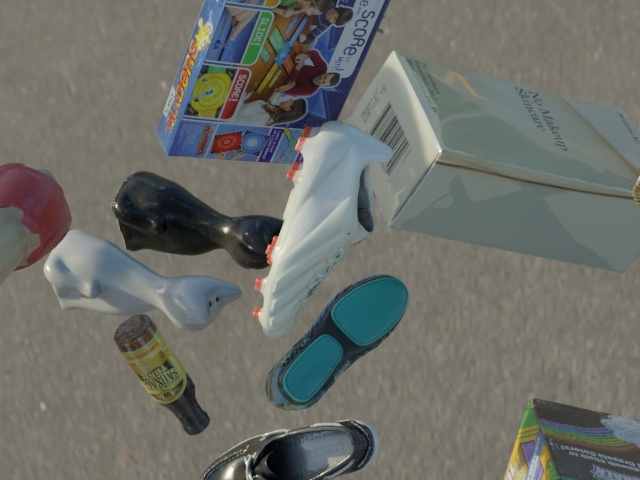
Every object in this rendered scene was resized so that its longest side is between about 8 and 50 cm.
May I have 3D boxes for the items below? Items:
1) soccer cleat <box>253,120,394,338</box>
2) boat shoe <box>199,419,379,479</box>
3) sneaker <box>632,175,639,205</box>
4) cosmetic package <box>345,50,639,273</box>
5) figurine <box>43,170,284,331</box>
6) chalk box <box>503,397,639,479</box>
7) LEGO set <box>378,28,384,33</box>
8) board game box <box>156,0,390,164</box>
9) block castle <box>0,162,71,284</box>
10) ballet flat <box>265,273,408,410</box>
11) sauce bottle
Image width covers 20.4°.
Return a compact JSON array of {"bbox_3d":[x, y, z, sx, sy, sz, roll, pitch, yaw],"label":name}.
[{"bbox_3d":[0.000,0.000,1.392,0.076,0.196,0.068,18,28,3],"label":"soccer cleat"},{"bbox_3d":[-0.025,0.142,1.122,0.125,0.038,0.046,-15,79,20],"label":"boat shoe"},{"bbox_3d":[0.213,-0.055,0.905,0.042,0.118,0.067,44,57,-16],"label":"sneaker"},{"bbox_3d":[0.195,-0.077,1.825,0.309,0.113,0.160,9,41,-32],"label":"cosmetic package"},{"bbox_3d":[-0.155,0.020,1.911,0.209,0.092,0.215,13,36,25],"label":"figurine"},{"bbox_3d":[0.297,0.315,1.880,0.180,0.179,0.289,13,17,-4],"label":"chalk box"},{"bbox_3d":[0.046,-0.265,1.965,0.083,0.023,0.054,39,79,-2],"label":"LEGO set"},{"bbox_3d":[-0.031,-0.147,1.363,0.136,0.201,0.035,4,39,-29],"label":"board game box"},{"bbox_3d":[-0.436,0.063,1.591,0.303,0.453,0.213,32,36,0],"label":"block castle"},{"bbox_3d":[0.011,0.101,1.763,0.070,0.070,0.188,33,55,27],"label":"ballet flat"},{"bbox_3d":[-0.139,0.123,1.605,0.042,0.128,0.042,-23,32,16],"label":"sauce bottle"}]
